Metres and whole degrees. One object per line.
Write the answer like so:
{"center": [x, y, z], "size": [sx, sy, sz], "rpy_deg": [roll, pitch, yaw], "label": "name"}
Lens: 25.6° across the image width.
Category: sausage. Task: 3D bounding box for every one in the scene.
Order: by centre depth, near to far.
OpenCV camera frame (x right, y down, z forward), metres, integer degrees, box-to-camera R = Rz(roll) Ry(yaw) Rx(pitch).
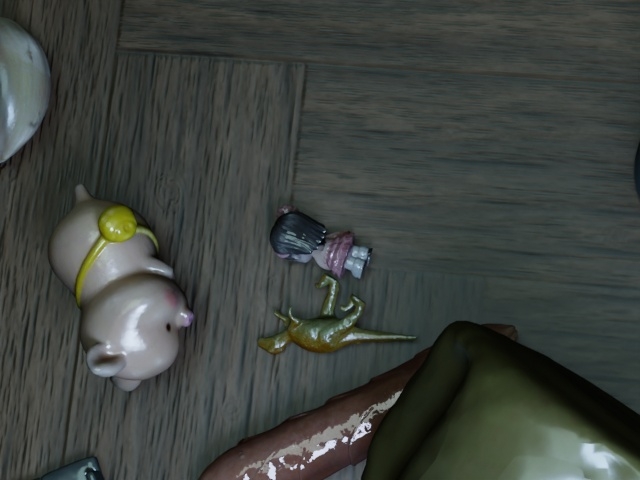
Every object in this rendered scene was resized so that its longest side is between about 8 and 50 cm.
{"center": [0.042, 0.214, 1.658], "size": [0.433, 0.088, 0.088], "rpy_deg": [-27, 78, 5], "label": "sausage"}

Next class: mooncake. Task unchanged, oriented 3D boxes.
{"center": [0.262, 0.297, 1.434], "size": [0.467, 0.467, 0.262], "rpy_deg": [36, 98, 12], "label": "mooncake"}

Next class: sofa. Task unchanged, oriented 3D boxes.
{"center": [-0.331, 0.325, 1.709], "size": [0.147, 0.060, 0.085], "rpy_deg": [-22, 78, 5], "label": "sofa"}

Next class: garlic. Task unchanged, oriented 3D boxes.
{"center": [-0.410, -0.169, 1.784], "size": [0.128, 0.148, 0.266], "rpy_deg": [3, 75, -28], "label": "garlic"}

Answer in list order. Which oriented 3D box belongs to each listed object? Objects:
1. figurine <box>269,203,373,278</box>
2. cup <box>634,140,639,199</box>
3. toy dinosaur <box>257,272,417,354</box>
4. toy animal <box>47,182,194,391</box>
{"center": [0.000, 0.000, 1.712], "size": [0.129, 0.054, 0.072], "rpy_deg": [18, 65, 9], "label": "figurine"}
{"center": [0.459, -0.106, 1.526], "size": [0.205, 0.312, 0.205], "rpy_deg": [-1, 80, 6], "label": "cup"}
{"center": [0.016, 0.120, 1.702], "size": [0.162, 0.039, 0.126], "rpy_deg": [36, 98, 10], "label": "toy dinosaur"}
{"center": [-0.244, 0.048, 1.691], "size": [0.149, 0.165, 0.248], "rpy_deg": [-21, 72, 10], "label": "toy animal"}
